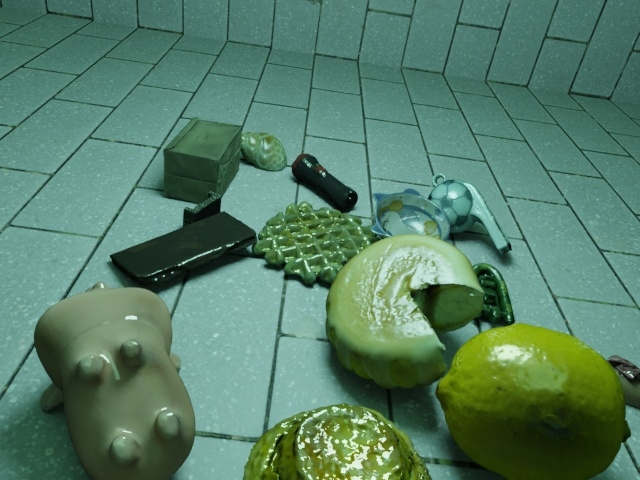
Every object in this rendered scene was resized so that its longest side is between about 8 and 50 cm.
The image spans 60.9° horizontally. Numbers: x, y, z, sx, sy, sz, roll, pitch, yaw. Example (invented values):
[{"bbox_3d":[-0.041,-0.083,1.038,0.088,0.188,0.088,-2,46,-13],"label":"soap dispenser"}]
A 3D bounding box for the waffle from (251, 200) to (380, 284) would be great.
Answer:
[{"bbox_3d":[0.000,0.000,1.361,0.292,0.056,0.309,21,35,16],"label":"waffle"}]

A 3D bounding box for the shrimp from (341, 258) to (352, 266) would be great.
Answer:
[{"bbox_3d":[0.160,0.107,1.224,0.251,0.052,0.143,17,46,-4],"label":"shrimp"}]

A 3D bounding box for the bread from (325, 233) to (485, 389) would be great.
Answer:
[{"bbox_3d":[0.160,0.136,1.079,0.333,0.160,0.333,-11,43,10],"label":"bread"}]

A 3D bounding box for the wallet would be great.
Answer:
[{"bbox_3d":[-0.305,0.016,1.251,0.309,0.042,0.165,-25,39,-36],"label":"wallet"}]

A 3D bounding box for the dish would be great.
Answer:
[{"bbox_3d":[0.218,-0.033,1.424,0.228,0.086,0.236,28,45,14],"label":"dish"}]

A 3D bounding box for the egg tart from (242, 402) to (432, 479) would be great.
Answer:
[{"bbox_3d":[0.030,0.344,0.814,0.294,0.123,0.294,5,35,-4],"label":"egg tart"}]

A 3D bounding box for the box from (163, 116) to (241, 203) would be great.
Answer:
[{"bbox_3d":[-0.324,-0.225,1.517,0.149,0.155,0.231,11,33,2],"label":"box"}]

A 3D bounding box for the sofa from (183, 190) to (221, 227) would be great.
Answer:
[{"bbox_3d":[-0.301,-0.076,1.390,0.039,0.060,0.118,24,36,14],"label":"sofa"}]

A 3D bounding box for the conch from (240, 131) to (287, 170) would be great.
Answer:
[{"bbox_3d":[-0.179,-0.284,1.689,0.173,0.106,0.116,28,55,2],"label":"conch"}]

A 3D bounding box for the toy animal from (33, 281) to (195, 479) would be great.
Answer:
[{"bbox_3d":[-0.307,0.217,0.843,0.237,0.269,0.326,-13,72,-28],"label":"toy animal"}]

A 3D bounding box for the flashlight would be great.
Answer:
[{"bbox_3d":[0.013,-0.169,1.582,0.093,0.093,0.232,-19,44,-36],"label":"flashlight"}]

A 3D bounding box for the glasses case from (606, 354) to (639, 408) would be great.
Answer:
[{"bbox_3d":[0.656,0.283,1.104,0.193,0.070,0.102,19,34,13],"label":"glasses case"}]

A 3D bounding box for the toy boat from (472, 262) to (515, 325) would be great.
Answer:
[{"bbox_3d":[0.396,0.125,1.282,0.104,0.052,0.210,9,35,4],"label":"toy boat"}]

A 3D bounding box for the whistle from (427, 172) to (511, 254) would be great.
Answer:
[{"bbox_3d":[0.383,-0.065,1.492,0.163,0.163,0.290,-12,66,-29],"label":"whistle"}]

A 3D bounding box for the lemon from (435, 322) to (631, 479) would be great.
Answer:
[{"bbox_3d":[0.342,0.266,0.896,0.284,0.260,0.260,-10,27,24],"label":"lemon"}]
